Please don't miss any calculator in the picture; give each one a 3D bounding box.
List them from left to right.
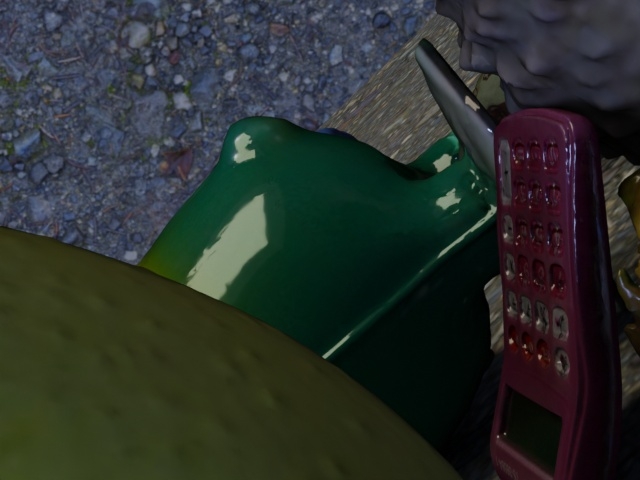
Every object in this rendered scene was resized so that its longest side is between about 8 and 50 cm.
[{"bbox_3d":[0.105,0.036,0.693,0.034,0.190,0.126,-2,4,-7],"label":"calculator"}]

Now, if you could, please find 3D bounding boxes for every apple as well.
[{"bbox_3d":[-0.104,0.173,0.481,0.357,0.357,0.357,-44,10,9],"label":"apple"}]

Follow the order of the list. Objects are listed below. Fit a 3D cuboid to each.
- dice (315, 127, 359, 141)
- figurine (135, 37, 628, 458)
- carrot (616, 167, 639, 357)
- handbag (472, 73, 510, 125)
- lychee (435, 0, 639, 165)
[{"bbox_3d":[0.000,0.000,1.279,0.146,0.143,0.146,-42,10,22],"label":"dice"},{"bbox_3d":[-0.019,0.059,0.875,0.340,0.231,0.323,-39,9,5],"label":"figurine"},{"bbox_3d":[0.228,-0.040,0.584,0.302,0.114,0.114,-37,13,43],"label":"carrot"},{"bbox_3d":[0.213,-0.162,1.114,0.213,0.127,0.235,-47,12,-23],"label":"handbag"},{"bbox_3d":[0.198,-0.231,0.755,0.432,0.380,0.380,-25,15,16],"label":"lychee"}]
